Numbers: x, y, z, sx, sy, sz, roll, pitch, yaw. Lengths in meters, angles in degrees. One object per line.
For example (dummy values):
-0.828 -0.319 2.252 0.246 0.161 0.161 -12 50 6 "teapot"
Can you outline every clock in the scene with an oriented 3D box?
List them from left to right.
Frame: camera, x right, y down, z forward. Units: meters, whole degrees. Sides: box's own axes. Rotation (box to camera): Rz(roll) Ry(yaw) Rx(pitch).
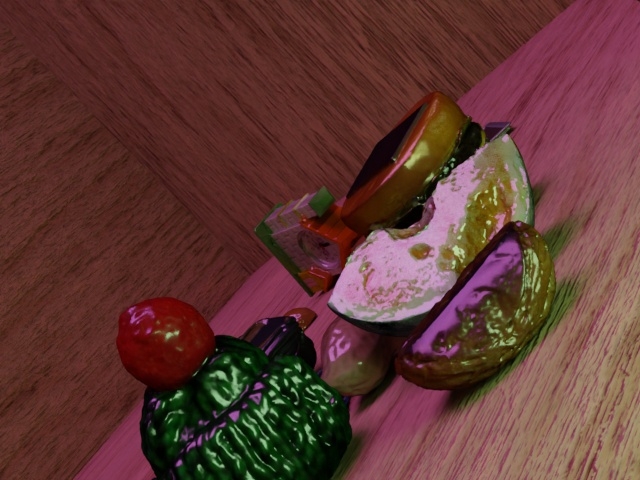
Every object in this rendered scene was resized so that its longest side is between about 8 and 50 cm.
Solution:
0.000 0.000 2.722 0.106 0.220 0.255 -48 15 -29 "clock"

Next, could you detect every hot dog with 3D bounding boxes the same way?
0.180 0.084 1.334 0.227 0.099 0.160 -45 5 1 "hot dog"

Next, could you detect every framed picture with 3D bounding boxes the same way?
0.330 -0.185 2.682 0.232 0.019 0.296 -43 5 4 "framed picture"

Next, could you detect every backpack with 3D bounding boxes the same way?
-0.121 0.259 2.064 0.258 0.133 0.206 -44 13 -28 "backpack"

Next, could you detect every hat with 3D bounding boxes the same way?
-0.144 0.218 1.491 0.274 0.332 0.242 -45 7 -37 "hat"

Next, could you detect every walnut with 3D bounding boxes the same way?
-0.066 0.186 2.605 0.121 0.052 0.091 -44 8 20 "walnut"

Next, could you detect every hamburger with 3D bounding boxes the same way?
0.186 -0.080 1.863 0.291 0.225 0.291 -50 8 9 "hamburger"

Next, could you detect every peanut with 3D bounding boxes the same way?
0.072 0.133 1.707 0.123 0.123 0.257 -41 12 32 "peanut"

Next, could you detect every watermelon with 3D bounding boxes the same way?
0.183 0.042 1.558 0.322 0.175 0.188 -38 -38 5 "watermelon"

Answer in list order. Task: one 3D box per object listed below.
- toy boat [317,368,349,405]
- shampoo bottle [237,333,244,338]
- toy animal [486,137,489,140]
0.020 0.212 1.734 0.066 0.059 0.140 -56 2 9 "toy boat"
-0.127 0.244 2.355 0.101 0.101 0.284 -45 5 -5 "shampoo bottle"
0.316 -0.136 2.102 0.070 0.079 0.253 -18 15 18 "toy animal"
